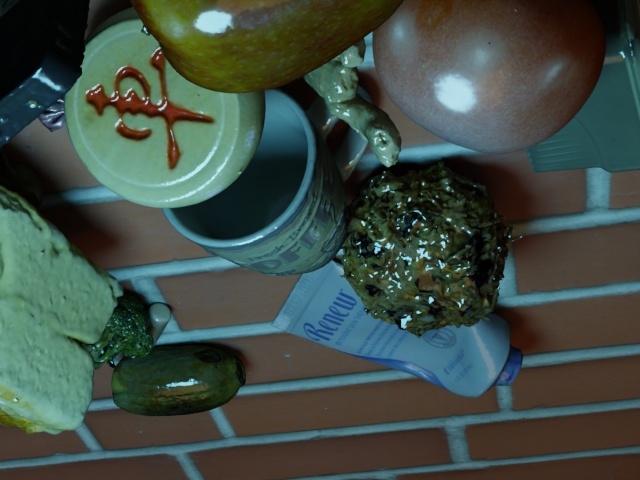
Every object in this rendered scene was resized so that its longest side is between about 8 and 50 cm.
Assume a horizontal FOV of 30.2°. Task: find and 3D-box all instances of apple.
[{"bbox_3d":[-0.065,-0.304,1.209,0.317,0.288,0.288,-19,141,18],"label":"apple"}]

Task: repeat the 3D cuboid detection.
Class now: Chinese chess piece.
[{"bbox_3d":[-0.191,-0.163,1.445,0.251,0.097,0.250,3,105,13],"label":"Chinese chess piece"}]

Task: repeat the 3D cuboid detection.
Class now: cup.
[{"bbox_3d":[-0.040,-0.087,1.614,0.301,0.227,0.257,-42,153,4],"label":"cup"}]

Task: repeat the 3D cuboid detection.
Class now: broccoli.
[{"bbox_3d":[-0.353,0.144,1.959,0.162,0.138,0.145,22,153,36],"label":"broccoli"}]

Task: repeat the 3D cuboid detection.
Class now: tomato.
[{"bbox_3d":[0.183,-0.215,1.307,0.256,0.256,0.224,19,103,-26],"label":"tomato"}]

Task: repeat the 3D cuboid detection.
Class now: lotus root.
[{"bbox_3d":[-0.256,0.251,2.111,0.241,0.122,0.124,-3,153,6],"label":"lotus root"}]

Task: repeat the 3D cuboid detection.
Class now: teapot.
[{"bbox_3d":[-0.444,-0.083,1.676,0.085,0.080,0.110,-29,131,-11],"label":"teapot"}]

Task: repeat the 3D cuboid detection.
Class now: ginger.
[{"bbox_3d":[0.022,-0.204,1.378,0.065,0.258,0.149,-23,155,-16],"label":"ginger"}]

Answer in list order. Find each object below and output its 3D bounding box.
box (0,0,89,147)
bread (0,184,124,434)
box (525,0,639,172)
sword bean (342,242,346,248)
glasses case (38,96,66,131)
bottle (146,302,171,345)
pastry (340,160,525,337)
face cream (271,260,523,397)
[{"bbox_3d":[-0.403,-0.185,1.418,0.350,0.211,0.058,-30,134,32],"label":"box"},{"bbox_3d":[-0.537,0.084,1.672,0.371,0.279,0.390,4,152,30],"label":"bread"},{"bbox_3d":[0.338,-0.192,1.519,0.178,0.138,0.274,-8,142,19],"label":"box"},{"bbox_3d":[-0.001,0.000,1.844,0.269,0.038,0.043,1,119,-4],"label":"sword bean"},{"bbox_3d":[-0.307,-0.185,1.542,0.194,0.070,0.102,6,142,-11],"label":"glasses case"},{"bbox_3d":[-0.288,0.146,2.029,0.045,0.045,0.096,15,139,-22],"label":"bottle"},{"bbox_3d":[0.156,0.006,1.753,0.275,0.193,0.274,10,127,13],"label":"pastry"},{"bbox_3d":[0.147,0.150,2.021,0.420,0.137,0.234,20,142,-9],"label":"face cream"}]
